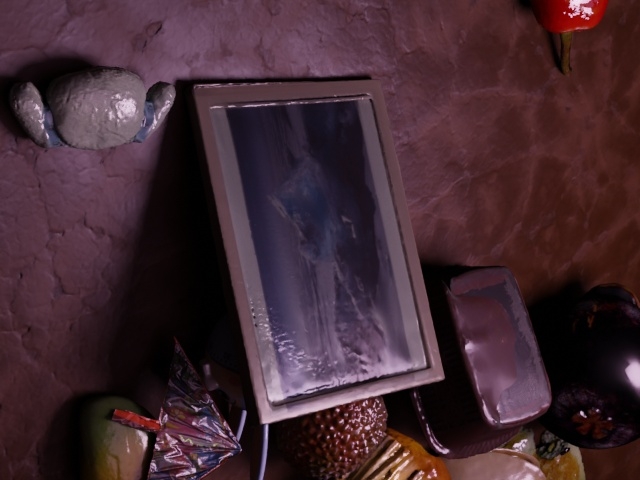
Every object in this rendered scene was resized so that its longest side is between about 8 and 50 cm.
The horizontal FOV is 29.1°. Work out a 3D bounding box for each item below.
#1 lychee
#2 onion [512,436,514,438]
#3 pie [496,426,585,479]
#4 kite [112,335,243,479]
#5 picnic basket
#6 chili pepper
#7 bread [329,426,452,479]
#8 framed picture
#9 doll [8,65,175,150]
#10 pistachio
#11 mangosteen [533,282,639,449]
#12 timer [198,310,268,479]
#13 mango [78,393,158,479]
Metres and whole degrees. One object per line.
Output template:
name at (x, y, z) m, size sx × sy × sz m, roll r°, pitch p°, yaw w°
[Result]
lychee at (0.018, 0.253, 1.799) m, size 0.165 × 0.165 × 0.197 m, roll 20°, pitch 90°, yaw -41°
onion at (0.244, 0.260, 2.022) m, size 0.206 × 0.098 × 0.151 m, roll 25°, pitch 93°, yaw -39°
pie at (0.360, 0.465, 2.208) m, size 0.302 × 0.067 × 0.303 m, roll -13°, pitch 113°, yaw -34°
kite at (-0.185, 0.247, 1.626) m, size 0.189 × 0.009 × 0.232 m, roll 18°, pitch 74°, yaw -24°
picnic basket at (0.243, 0.173, 1.885) m, size 0.222 × 0.129 × 0.297 m, roll -11°, pitch 81°, yaw -33°
chili pepper at (0.379, -0.389, 1.888) m, size 0.134 × 0.131 × 0.338 m, roll -22°, pitch 118°, yaw -30°
bread at (0.128, 0.418, 1.905) m, size 0.156 × 0.204 × 0.288 m, roll -39°, pitch 134°, yaw -20°
framed picture at (0.000, 0.000, 1.664) m, size 0.326 × 0.028 × 0.446 m, roll -9°, pitch 85°, yaw -37°
doll at (-0.271, -0.158, 1.486) m, size 0.214 × 0.071 × 0.104 m, roll -8°, pitch 109°, yaw -33°
pistachio at (0.268, 0.400, 2.046) m, size 0.206 × 0.129 × 0.131 m, roll -11°, pitch 114°, yaw -1°
mangosteen at (0.476, 0.201, 2.111) m, size 0.275 × 0.275 × 0.302 m, roll 65°, pitch 32°, yaw -33°
timer at (-0.105, 0.199, 1.696) m, size 0.175 × 0.175 × 0.255 m, roll 26°, pitch 99°, yaw -41°
mango at (-0.264, 0.291, 1.640) m, size 0.130 × 0.092 × 0.195 m, roll -32°, pitch 113°, yaw -20°
